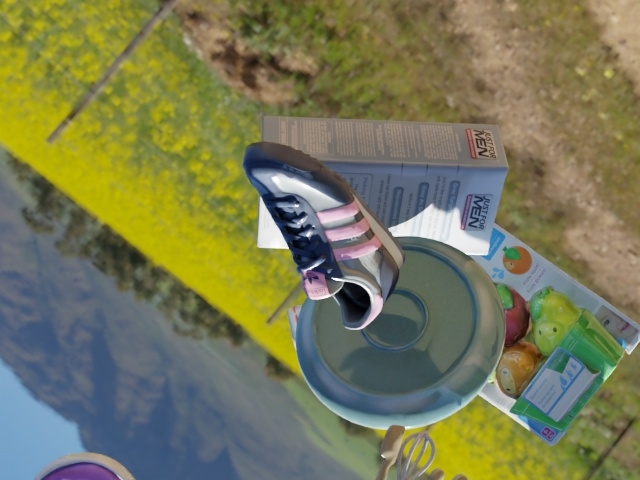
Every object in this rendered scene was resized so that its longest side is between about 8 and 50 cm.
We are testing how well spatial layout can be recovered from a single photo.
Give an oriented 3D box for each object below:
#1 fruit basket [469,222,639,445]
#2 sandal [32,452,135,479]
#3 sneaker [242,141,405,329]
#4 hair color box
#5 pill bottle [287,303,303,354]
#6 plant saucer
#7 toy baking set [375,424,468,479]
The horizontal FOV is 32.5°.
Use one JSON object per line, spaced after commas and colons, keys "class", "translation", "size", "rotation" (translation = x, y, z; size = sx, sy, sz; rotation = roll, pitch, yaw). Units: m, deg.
{"class": "fruit basket", "translation": [0.377, 0.186, 2.078], "size": [0.353, 0.327, 0.165], "rotation": [34, -150, 7]}
{"class": "sandal", "translation": [-0.415, 0.452, 1.653], "size": [0.169, 0.416, 0.102], "rotation": [45, -145, -13]}
{"class": "sneaker", "translation": [0.000, 0.000, 1.427], "size": [0.112, 0.131, 0.319], "rotation": [-2, 147, 43]}
{"class": "hair color box", "translation": [0.090, -0.085, 1.730], "size": [0.113, 0.375, 0.185], "rotation": [-92, 6, -47]}
{"class": "pill bottle", "translation": [0.030, 0.137, 1.836], "size": [0.087, 0.160, 0.087], "rotation": [167, 90, -90]}
{"class": "plant saucer", "translation": [0.112, 0.123, 1.626], "size": [0.317, 0.317, 0.043], "rotation": [36, 165, 30]}
{"class": "toy baking set", "translation": [0.113, 0.371, 1.532], "size": [0.030, 0.197, 0.256], "rotation": [21, 154, 50]}
